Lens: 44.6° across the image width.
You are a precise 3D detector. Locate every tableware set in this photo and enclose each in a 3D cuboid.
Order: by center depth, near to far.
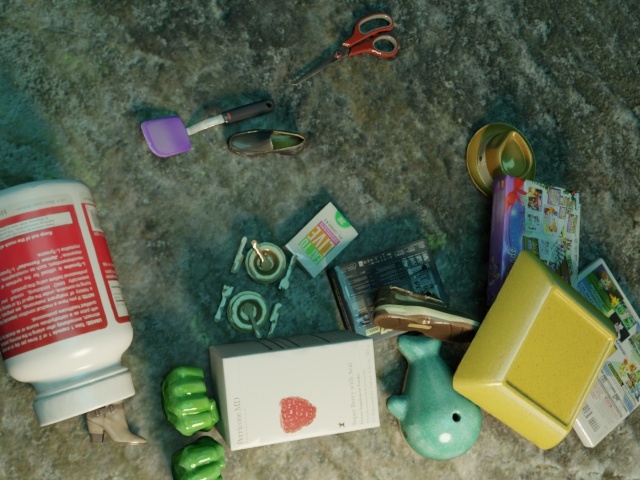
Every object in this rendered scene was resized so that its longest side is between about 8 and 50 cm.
[{"bbox_3d":[-0.129,0.097,1.599,0.128,0.039,0.194,19,86,-12],"label":"tableware set"}]

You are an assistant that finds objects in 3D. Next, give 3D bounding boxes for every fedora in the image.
[{"bbox_3d":[0.435,-0.189,1.811,0.194,0.079,0.194,3,79,-16],"label":"fedora"}]

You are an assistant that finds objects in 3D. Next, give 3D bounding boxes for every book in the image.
[{"bbox_3d":[0.000,0.000,1.679,0.096,0.035,0.144,48,70,-8],"label":"book"}]

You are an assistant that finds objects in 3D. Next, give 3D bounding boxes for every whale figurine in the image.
[{"bbox_3d":[0.244,0.321,1.631,0.216,0.141,0.272,-8,80,-17],"label":"whale figurine"}]

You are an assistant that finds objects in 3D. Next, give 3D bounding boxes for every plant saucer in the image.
[{"bbox_3d":[0.476,0.241,1.629,0.333,0.081,0.332,36,79,-26],"label":"plant saucer"}]

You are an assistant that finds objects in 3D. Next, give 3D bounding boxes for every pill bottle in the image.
[{"bbox_3d":[-0.478,0.111,1.413,0.229,0.229,0.407,-16,85,-18],"label":"pill bottle"}]

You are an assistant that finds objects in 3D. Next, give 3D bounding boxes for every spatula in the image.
[{"bbox_3d":[-0.229,-0.250,1.655,0.296,0.030,0.084,-20,87,-19],"label":"spatula"}]

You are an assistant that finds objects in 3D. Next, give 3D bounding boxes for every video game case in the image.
[{"bbox_3d":[0.630,0.253,1.799,0.300,0.036,0.329,-33,91,-23],"label":"video game case"}]

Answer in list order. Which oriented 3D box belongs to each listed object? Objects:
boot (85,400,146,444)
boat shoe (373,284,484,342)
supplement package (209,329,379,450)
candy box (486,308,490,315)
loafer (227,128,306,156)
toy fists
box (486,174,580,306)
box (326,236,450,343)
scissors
[{"bbox_3d":[-0.390,0.345,1.496,0.119,0.042,0.087,8,76,-15],"label":"boot"},{"bbox_3d":[0.234,0.144,1.629,0.258,0.095,0.095,14,58,-20],"label":"boat shoe"},{"bbox_3d":[-0.055,0.284,1.522,0.293,0.175,0.177,-6,92,-17],"label":"supplement package"},{"bbox_3d":[0.415,0.264,1.750,0.105,0.027,0.205,12,77,-15],"label":"candy box"},{"bbox_3d":[-0.113,-0.214,1.665,0.170,0.061,0.062,-5,83,-16],"label":"loafer"},{"bbox_3d":[-0.240,0.374,1.481,0.096,0.142,0.279,-7,83,-17],"label":"toy fists"},{"bbox_3d":[0.477,0.016,1.739,0.201,0.057,0.293,11,76,-19],"label":"box"},{"bbox_3d":[0.151,0.112,1.685,0.233,0.059,0.183,-18,85,-19],"label":"box"},{"bbox_3d":[0.048,-0.439,1.778,0.297,0.021,0.109,-22,89,-18],"label":"scissors"}]
